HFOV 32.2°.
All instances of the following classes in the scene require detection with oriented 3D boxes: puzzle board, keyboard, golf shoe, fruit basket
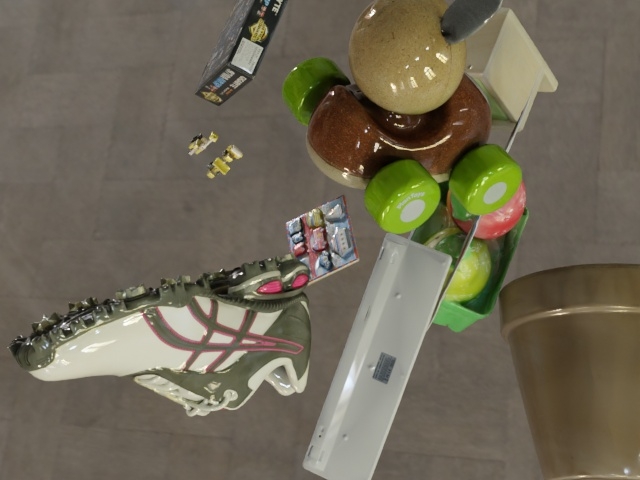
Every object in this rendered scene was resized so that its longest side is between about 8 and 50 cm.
[{"bbox_3d":[0.000,0.000,1.514,0.096,0.011,0.128,-27,44,16],"label":"puzzle board"},{"bbox_3d":[0.055,0.123,1.105,0.072,0.014,0.256,21,96,13],"label":"keyboard"},{"bbox_3d":[-0.106,0.085,0.870,0.105,0.272,0.120,-13,88,48],"label":"golf shoe"},{"bbox_3d":[0.220,-0.042,1.639,0.165,0.353,0.327,20,55,10],"label":"fruit basket"}]

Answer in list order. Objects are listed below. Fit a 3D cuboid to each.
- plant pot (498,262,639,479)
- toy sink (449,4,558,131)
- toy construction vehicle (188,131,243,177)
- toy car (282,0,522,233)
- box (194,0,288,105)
[{"bbox_3d":[0.415,0.212,1.588,0.323,0.323,0.281,-4,68,23],"label":"plant pot"},{"bbox_3d":[0.263,-0.262,1.801,0.152,0.234,0.131,13,73,36],"label":"toy sink"},{"bbox_3d":[-0.192,-0.151,1.983,0.098,0.086,0.035,-21,34,46],"label":"toy construction vehicle"},{"bbox_3d":[0.074,-0.129,0.790,0.155,0.148,0.188,54,142,35],"label":"toy car"},{"bbox_3d":[-0.119,-0.313,1.722,0.051,0.220,0.175,26,77,-15],"label":"box"}]
